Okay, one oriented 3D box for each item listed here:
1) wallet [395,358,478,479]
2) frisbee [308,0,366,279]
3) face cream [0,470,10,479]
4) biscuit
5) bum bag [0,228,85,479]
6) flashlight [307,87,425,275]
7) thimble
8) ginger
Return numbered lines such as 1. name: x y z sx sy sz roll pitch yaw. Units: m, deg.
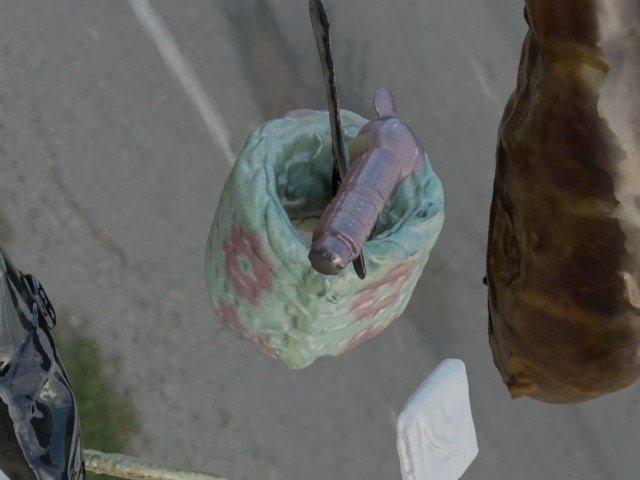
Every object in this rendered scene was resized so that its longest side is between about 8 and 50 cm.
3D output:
1. wallet: 0.122 0.199 1.771 0.183 0.032 0.124 -35 119 -64
2. frisbee: 0.012 -0.054 1.269 0.187 0.012 0.211 89 -8 -69
3. face cream: -0.307 0.340 2.081 0.269 0.082 0.082 28 39 -32
4. biscuit: -0.138 0.183 1.378 0.152 0.152 0.020 27 72 -62
5. bum bag: -0.225 0.031 1.078 0.340 0.095 0.144 66 -11 -19
6. flashlight: 0.020 -0.025 0.851 0.052 0.031 0.110 57 43 -29
7. thimble: 0.000 0.000 1.469 0.185 0.149 0.211 18 44 -3
8. ginger: 0.229 -0.051 1.165 0.176 0.254 0.418 -90 -174 -55
